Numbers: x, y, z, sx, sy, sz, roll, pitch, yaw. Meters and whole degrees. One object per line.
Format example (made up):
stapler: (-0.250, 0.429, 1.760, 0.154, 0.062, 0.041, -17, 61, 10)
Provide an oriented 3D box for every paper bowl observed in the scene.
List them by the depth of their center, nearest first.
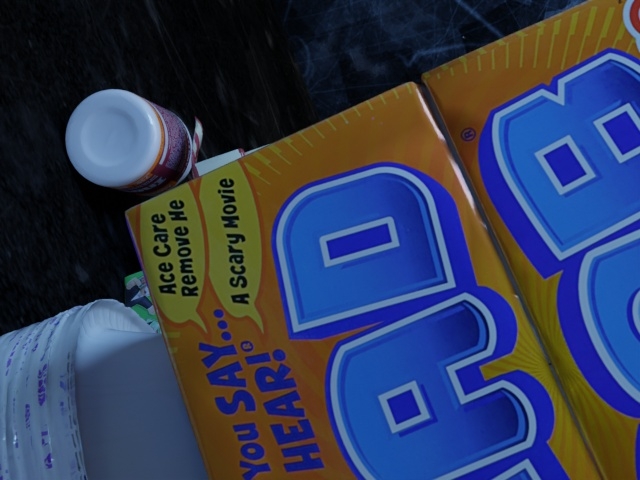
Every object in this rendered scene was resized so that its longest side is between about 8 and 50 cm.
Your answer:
paper bowl: (-0.103, 0.173, 0.854, 0.284, 0.148, 0.284, -22, 90, -82)

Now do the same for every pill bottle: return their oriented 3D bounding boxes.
pill bottle: (-0.166, -0.085, 1.230, 0.152, 0.086, 0.086, 13, 57, -78)

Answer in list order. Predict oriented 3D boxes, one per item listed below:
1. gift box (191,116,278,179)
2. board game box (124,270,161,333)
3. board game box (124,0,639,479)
gift box: (0.000, 0.000, 1.276, 0.255, 0.258, 0.276, 103, -33, -81)
board game box: (-0.086, 0.200, 1.212, 0.213, 0.046, 0.317, -99, 165, -48)
board game box: (0.153, 0.122, 0.802, 0.356, 0.356, 0.356, 56, 11, -64)
